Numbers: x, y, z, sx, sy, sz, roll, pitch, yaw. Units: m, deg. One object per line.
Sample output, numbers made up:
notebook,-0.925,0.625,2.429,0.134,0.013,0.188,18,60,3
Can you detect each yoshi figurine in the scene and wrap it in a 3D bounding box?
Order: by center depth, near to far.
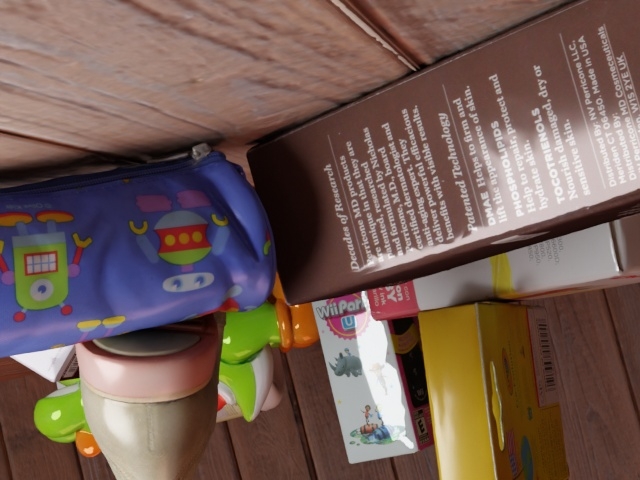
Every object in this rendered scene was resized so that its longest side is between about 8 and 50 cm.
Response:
yoshi figurine,-0.189,0.113,1.569,0.362,0.204,0.203,-23,-145,-8

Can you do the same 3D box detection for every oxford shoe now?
oxford shoe,-0.149,0.095,1.119,0.140,0.147,0.397,1,-165,-1

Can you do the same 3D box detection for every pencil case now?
pencil case,-0.177,0.009,0.910,0.306,0.133,0.119,-10,-165,-31

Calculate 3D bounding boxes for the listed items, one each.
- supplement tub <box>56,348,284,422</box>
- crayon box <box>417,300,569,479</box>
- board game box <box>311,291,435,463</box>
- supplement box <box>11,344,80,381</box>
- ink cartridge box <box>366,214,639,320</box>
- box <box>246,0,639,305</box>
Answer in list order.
supplement tub,-0.241,0.194,2.085,0.324,0.235,0.235,-15,175,6
crayon box,0.178,0.165,1.329,0.081,0.202,0.318,-9,172,20
board game box,0.090,0.095,1.570,0.097,0.303,0.224,-17,175,29
supplement box,-0.260,0.074,1.282,0.130,0.073,0.239,30,180,8
ink cartridge box,0.258,-0.024,1.366,0.279,0.160,0.384,-5,174,-34
box,0.146,-0.065,0.943,0.191,0.143,0.381,-10,175,-45
